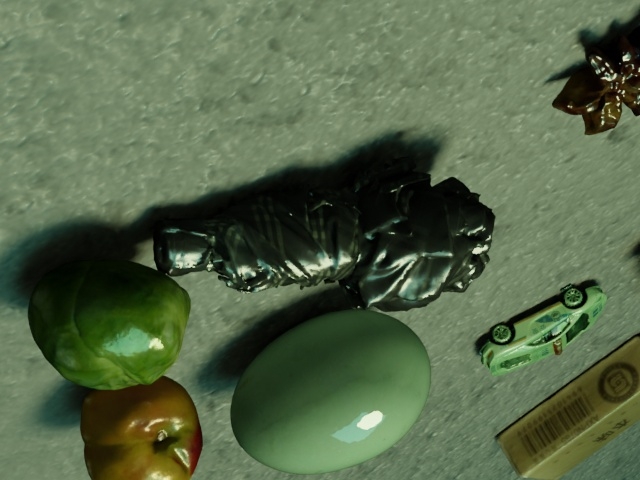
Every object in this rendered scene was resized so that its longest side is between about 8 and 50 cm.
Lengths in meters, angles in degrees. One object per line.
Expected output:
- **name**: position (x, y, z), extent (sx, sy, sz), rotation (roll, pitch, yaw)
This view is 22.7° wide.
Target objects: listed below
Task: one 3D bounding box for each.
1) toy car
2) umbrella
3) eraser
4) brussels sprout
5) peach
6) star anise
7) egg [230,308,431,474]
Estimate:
- **toy car**: position (0.294, 0.120, 2.074), extent (0.186, 0.058, 0.093), rotation (-27, 152, -3)
- **umbrella**: position (0.000, 0.009, 1.523), extent (0.336, 0.128, 0.154), rotation (-11, 125, -16)
- **eraser**: position (0.439, 0.240, 2.409), extent (0.343, 0.078, 0.144), rotation (-40, 153, 20)
- **brussels sprout**: position (-0.190, 0.077, 1.426), extent (0.155, 0.118, 0.155), rotation (8, 149, 5)
- **peach**: position (-0.187, 0.205, 1.659), extent (0.138, 0.138, 0.138), rotation (-23, 153, -12)
- **star anise**: position (0.303, -0.164, 1.581), extent (0.168, 0.057, 0.168), rotation (-16, 156, -7)
- **egg**: position (0.011, 0.167, 1.750), extent (0.231, 0.168, 0.168), rotation (-24, 154, 0)
